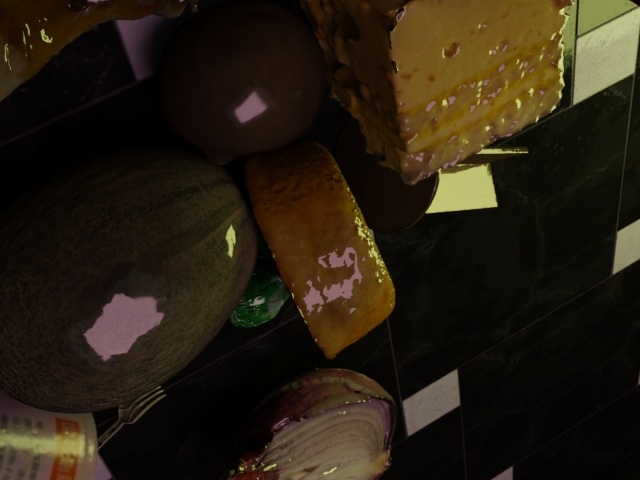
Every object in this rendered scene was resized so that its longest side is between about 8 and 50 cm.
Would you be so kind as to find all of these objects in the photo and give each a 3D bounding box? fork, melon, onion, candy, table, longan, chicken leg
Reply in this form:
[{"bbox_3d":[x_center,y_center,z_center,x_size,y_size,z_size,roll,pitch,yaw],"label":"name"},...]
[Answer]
[{"bbox_3d":[-0.306,0.275,1.284,0.219,0.034,0.028,-42,166,4],"label":"fork"},{"bbox_3d":[-0.218,0.038,0.974,0.329,0.248,0.248,-35,139,-11],"label":"melon"},{"bbox_3d":[-0.053,0.305,1.401,0.348,0.159,0.267,9,108,-44],"label":"onion"},{"bbox_3d":[-0.172,0.112,1.145,0.323,0.097,0.097,-30,140,-32],"label":"candy"},{"bbox_3d":[0.156,-0.102,1.216,0.226,0.167,0.167,-7,130,-45],"label":"table"},{"bbox_3d":[-0.079,-0.164,0.956,0.189,0.189,0.189,-21,136,-22],"label":"longan"},{"bbox_3d":[-0.285,-0.190,0.811,0.429,0.153,0.201,-27,151,-26],"label":"chicken leg"}]

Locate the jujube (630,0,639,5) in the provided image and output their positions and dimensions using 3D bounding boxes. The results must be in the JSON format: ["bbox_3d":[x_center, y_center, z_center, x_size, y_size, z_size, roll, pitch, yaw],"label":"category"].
[{"bbox_3d":[0.396,-0.366,1.021,0.223,0.318,0.223,-29,143,-25],"label":"jujube"}]

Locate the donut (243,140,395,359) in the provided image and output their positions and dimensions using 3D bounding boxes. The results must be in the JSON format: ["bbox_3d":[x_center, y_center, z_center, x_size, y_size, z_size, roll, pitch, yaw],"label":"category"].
[{"bbox_3d":[0.000,-0.001,1.077,0.108,0.277,0.277,-25,139,0],"label":"donut"}]

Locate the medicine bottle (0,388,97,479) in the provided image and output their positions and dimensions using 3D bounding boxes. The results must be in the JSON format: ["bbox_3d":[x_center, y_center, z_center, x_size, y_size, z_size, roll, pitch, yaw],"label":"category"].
[{"bbox_3d":[-0.447,0.214,0.975,0.219,0.219,0.388,-49,138,10],"label":"medicine bottle"}]

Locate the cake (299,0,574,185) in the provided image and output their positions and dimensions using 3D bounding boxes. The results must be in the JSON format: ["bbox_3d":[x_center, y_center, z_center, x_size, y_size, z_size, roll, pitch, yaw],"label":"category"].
[{"bbox_3d":[0.108,-0.253,0.973,0.227,0.222,0.286,-30,138,-15],"label":"cake"}]
